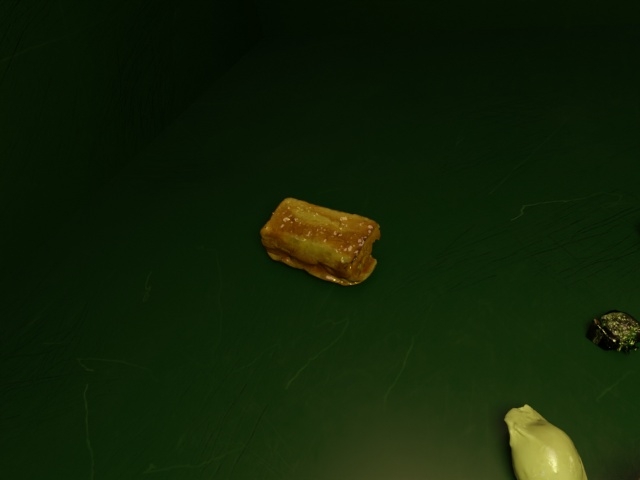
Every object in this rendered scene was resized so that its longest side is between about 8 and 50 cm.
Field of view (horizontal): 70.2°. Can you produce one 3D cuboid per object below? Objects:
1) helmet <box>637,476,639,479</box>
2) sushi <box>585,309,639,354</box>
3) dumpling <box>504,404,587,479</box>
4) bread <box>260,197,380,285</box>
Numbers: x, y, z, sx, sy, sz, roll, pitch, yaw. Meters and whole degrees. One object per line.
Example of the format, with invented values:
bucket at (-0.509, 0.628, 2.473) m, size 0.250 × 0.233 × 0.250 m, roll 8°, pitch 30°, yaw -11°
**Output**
helmet at (0.535, 0.494, 0.592) m, size 0.270 × 0.197 × 0.338 m, roll -9°, pitch 41°, yaw -4°
sushi at (0.637, 0.197, 0.972) m, size 0.083 × 0.056 × 0.085 m, roll -24°, pitch 42°, yaw -20°
dumpling at (0.412, 0.392, 0.808) m, size 0.155 × 0.181 × 0.111 m, roll -9°, pitch -4°, yaw -37°
bread at (0.000, 0.006, 1.277) m, size 0.344 × 0.149 × 0.195 m, roll 19°, pitch 65°, yaw 30°
